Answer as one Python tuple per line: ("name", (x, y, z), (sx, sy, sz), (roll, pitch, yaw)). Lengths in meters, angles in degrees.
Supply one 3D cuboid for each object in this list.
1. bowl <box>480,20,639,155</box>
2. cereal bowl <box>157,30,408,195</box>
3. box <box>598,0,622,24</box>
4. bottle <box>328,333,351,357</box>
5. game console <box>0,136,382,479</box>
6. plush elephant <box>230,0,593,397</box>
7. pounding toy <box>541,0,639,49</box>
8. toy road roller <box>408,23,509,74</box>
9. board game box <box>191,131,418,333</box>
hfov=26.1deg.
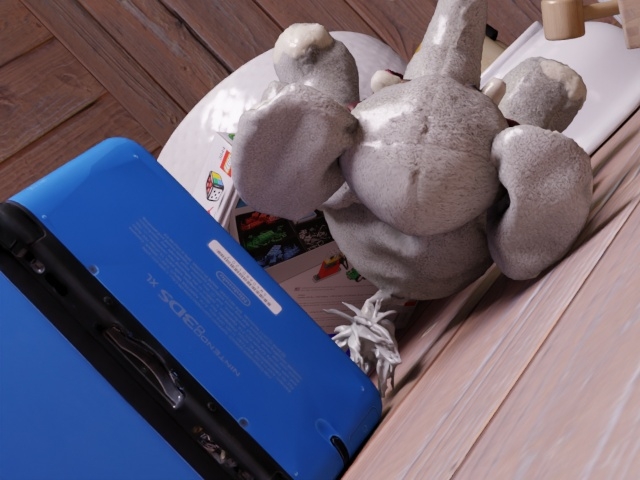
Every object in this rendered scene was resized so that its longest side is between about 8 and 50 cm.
("bowl", (0.226, -0.138, 1.480), (0.298, 0.134, 0.298), (-45, 0, 0))
("cereal bowl", (-0.004, -0.040, 1.419), (0.339, 0.141, 0.339), (-28, -33, -21))
("box", (0.378, -0.354, 1.443), (0.127, 0.231, 0.262), (-45, 0, -34))
("bottle", (-0.042, 0.150, 1.498), (0.118, 0.092, 0.283), (-47, 1, -22))
("game console", (-0.142, 0.111, 0.977), (0.173, 0.293, 0.250), (-44, 0, 33))
("plush elephant", (0.078, -0.073, 1.043), (0.255, 0.272, 0.330), (105, 179, -64))
("pounding toy", (0.265, -0.215, 1.066), (0.206, 0.094, 0.181), (-7, 17, 24))
("toy road roller", (0.213, -0.164, 1.939), (0.240, 0.202, 0.329), (-57, -8, 15))
("board game box", (0.000, 0.000, 1.282), (0.305, 0.053, 0.193), (0, -57, -44))
